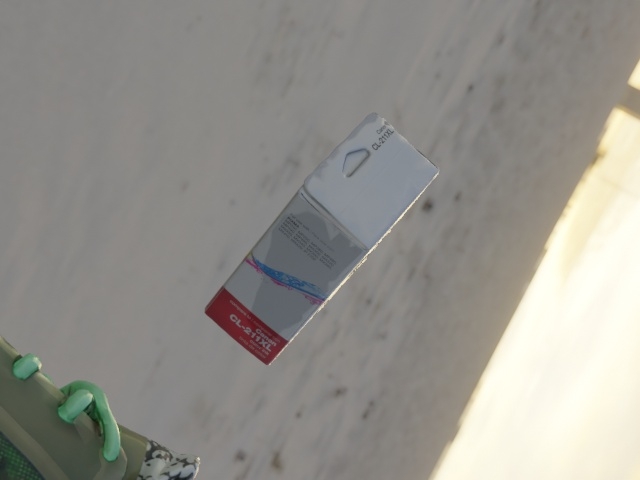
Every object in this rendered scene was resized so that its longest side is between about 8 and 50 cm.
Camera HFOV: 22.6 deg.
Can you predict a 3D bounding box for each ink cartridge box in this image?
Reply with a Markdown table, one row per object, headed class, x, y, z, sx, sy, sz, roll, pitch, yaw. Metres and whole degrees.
| class | x | y | z | sx | sy | sz | roll | pitch | yaw |
| --- | --- | --- | --- | --- | --- | --- | --- | --- | --- |
| ink cartridge box | 0.000 | 0.000 | 1.256 | 0.127 | 0.072 | 0.175 | -47 | 178 | -44 |

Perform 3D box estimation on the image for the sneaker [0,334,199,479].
| class | x | y | z | sx | sy | sz | roll | pitch | yaw |
| --- | --- | --- | --- | --- | --- | --- | --- | --- | --- |
| sneaker | -0.154 | 0.106 | 0.748 | 0.182 | 0.410 | 0.158 | -18 | -178 | -32 |
